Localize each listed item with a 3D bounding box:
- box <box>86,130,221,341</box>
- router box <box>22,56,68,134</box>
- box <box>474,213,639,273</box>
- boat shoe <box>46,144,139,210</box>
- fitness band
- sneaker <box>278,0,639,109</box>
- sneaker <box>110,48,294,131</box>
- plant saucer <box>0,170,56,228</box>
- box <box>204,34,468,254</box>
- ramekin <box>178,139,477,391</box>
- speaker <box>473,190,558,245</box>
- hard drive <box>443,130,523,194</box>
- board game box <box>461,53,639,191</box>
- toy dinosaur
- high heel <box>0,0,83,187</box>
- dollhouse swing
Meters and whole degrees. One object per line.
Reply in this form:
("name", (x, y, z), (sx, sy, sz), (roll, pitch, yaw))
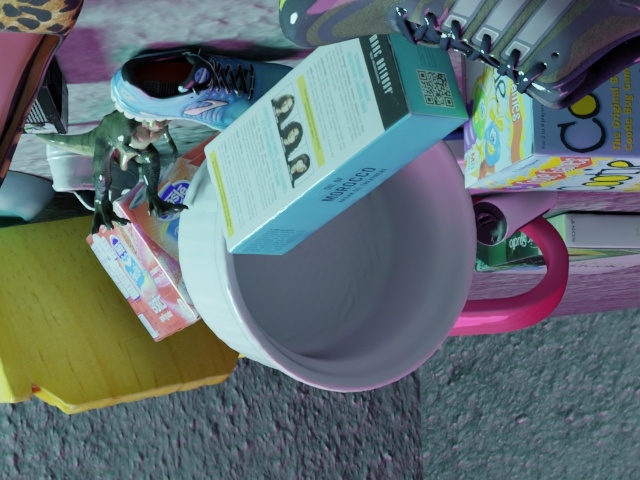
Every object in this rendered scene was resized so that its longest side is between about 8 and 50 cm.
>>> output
("box", (-0.147, 0.001, 1.715), (0.142, 0.154, 0.300), (-36, -179, -16))
("router box", (-0.282, -0.126, 1.294), (0.133, 0.046, 0.179), (-1, 172, -4))
("box", (0.401, 0.008, 2.392), (0.232, 0.059, 0.322), (1, 171, -18))
("boat shoe", (-0.243, -0.063, 1.695), (0.066, 0.063, 0.184), (-3, 172, 8))
("fitness band", (0.173, 0.031, 2.008), (0.290, 0.209, 0.054), (-3, 134, -4))
("sneaker", (0.116, -0.142, 0.975), (0.299, 0.121, 0.111), (-4, 172, 18))
("sneaker", (-0.091, -0.125, 1.287), (0.162, 0.063, 0.073), (-1, 169, -7))
("plant saucer", (-0.478, -0.043, 1.883), (0.317, 0.044, 0.317), (-1, 172, 0))
("box", (0.005, -0.083, 1.225), (0.060, 0.101, 0.244), (3, 154, -39))
("ramekin", (0.000, 0.000, 1.491), (0.277, 0.277, 0.135), (3, 179, -30))
("speaker", (0.226, -0.039, 1.842), (0.055, 0.055, 0.136), (-7, -167, 36))
("hard drive", (0.251, -0.089, 1.697), (0.318, 0.040, 0.210), (-4, 172, 13))
("board game box", (0.254, -0.114, 1.136), (0.275, 0.144, 0.142), (1, 172, -14))
("toy dinosaur", (-0.186, -0.073, 1.465), (0.064, 0.118, 0.268), (-17, -177, -35))
("high heel", (-0.219, -0.087, 1.068), (0.093, 0.186, 0.261), (3, 171, -30))
("dollhouse swing", (-0.310, 0.111, 2.033), (0.346, 0.315, 0.305), (-9, 156, -31))
